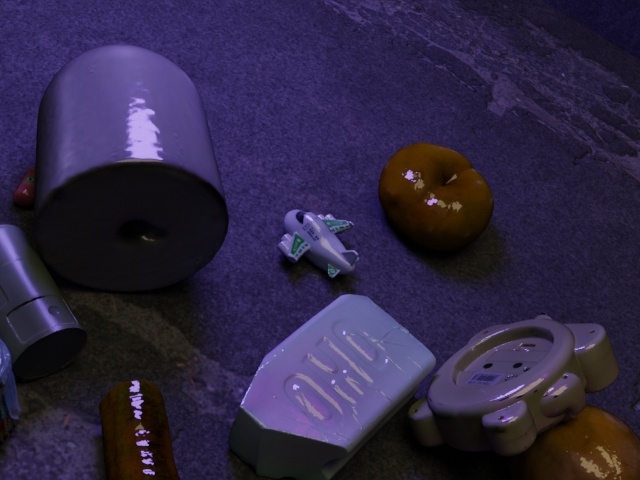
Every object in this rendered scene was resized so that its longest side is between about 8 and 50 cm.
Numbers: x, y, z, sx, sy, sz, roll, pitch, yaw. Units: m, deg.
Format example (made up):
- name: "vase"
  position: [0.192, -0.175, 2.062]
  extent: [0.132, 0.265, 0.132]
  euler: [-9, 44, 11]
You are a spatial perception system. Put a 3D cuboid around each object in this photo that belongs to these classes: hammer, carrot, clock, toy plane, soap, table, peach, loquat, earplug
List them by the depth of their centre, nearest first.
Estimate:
- name: "carrot"
  position: [-0.254, 0.349, 1.395]
  extent: [0.114, 0.114, 0.301]
  euler: [3, 45, -22]
- name: "table"
  position: [-0.469, 0.095, 1.522]
  extent: [0.126, 0.126, 0.220]
  euler: [-20, 61, -37]
- name: "soap"
  position: [0.009, 0.247, 1.604]
  extent: [0.208, 0.115, 0.347]
  euler: [40, 46, 15]
- name: "loquat"
  position: [0.431, 0.383, 1.613]
  extent: [0.239, 0.193, 0.238]
  euler: [2, 36, -2]
- name: "clock"
  position: [0.316, 0.245, 1.644]
  extent: [0.309, 0.284, 0.114]
  euler: [-35, 110, -37]
- name: "earplug"
  position: [-0.332, -0.154, 1.684]
  extent: [0.313, 0.312, 0.394]
  euler: [5, 47, -21]
- name: "hammer"
  position: [-0.517, -0.096, 1.740]
  extent: [0.043, 0.043, 0.083]
  euler: [20, 43, -6]
- name: "toy plane"
  position: [-0.001, 0.002, 1.856]
  extent: [0.174, 0.080, 0.174]
  euler: [12, 44, -12]
- name: "peach"
  position: [0.240, -0.093, 2.008]
  extent: [0.251, 0.153, 0.251]
  euler: [10, 53, -14]

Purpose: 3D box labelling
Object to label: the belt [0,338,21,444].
- name: "belt"
  position: [-0.543, 0.221, 1.356]
  extent: [0.207, 0.150, 0.257]
  euler: [24, 42, 13]
